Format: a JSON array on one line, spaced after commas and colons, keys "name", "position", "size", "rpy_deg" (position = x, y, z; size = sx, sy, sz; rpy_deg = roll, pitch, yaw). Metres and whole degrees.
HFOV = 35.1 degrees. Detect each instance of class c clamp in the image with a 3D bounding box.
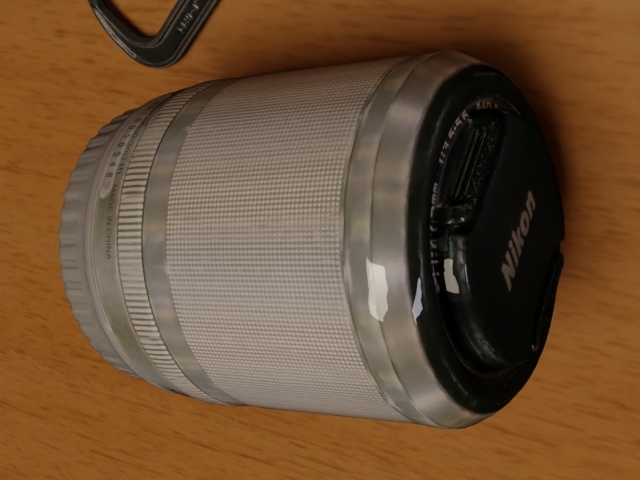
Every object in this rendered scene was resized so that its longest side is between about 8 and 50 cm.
[{"name": "c clamp", "position": [-0.131, -0.206, 0.732], "size": [0.137, 0.022, 0.161], "rpy_deg": [37, 132, 0]}]

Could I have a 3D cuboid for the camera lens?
[{"name": "camera lens", "position": [0.000, 0.000, 0.645], "size": [0.274, 0.219, 0.219], "rpy_deg": [0, 120, 34]}]
